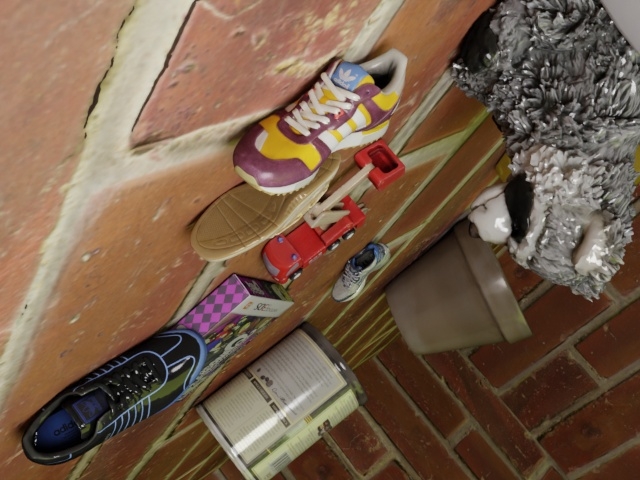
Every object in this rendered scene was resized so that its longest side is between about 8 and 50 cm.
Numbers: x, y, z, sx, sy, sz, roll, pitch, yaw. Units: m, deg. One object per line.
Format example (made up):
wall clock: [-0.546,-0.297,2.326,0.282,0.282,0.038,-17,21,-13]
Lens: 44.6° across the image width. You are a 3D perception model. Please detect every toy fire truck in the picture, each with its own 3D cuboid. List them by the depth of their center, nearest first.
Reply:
toy fire truck: [0.011,-0.030,0.947,0.192,0.047,0.135,-37,166,-11]

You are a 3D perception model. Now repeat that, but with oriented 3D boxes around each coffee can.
coffee can: [-0.076,0.320,1.527,0.275,0.201,0.201,-36,167,-13]

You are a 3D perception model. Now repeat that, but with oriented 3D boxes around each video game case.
video game case: [-0.156,0.140,1.057,0.232,0.042,0.210,-41,166,5]

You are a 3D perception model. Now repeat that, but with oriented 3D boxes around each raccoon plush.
raccoon plush: [0.339,-0.141,0.791,0.446,0.299,0.216,-33,157,25]

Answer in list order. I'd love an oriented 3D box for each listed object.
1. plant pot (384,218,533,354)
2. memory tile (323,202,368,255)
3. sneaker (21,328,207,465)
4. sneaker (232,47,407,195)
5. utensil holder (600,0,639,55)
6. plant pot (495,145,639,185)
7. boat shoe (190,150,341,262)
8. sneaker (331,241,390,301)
plant pot: [0.323,0.140,1.911,0.280,0.323,0.323,-26,170,13]
memory tile: [0.000,0.000,1.094,0.148,0.012,0.113,-24,160,-47]
sneaker: [-0.232,0.180,0.894,0.232,0.081,0.090,-37,173,-10]
sneaker: [0.001,-0.107,0.646,0.185,0.069,0.084,-37,159,-40]
utensil holder: [0.445,-0.318,0.613,0.385,0.327,0.327,-36,167,-3]
plant pot: [0.477,-0.148,1.545,0.187,0.212,0.212,-22,162,-16]
boat shoe: [-0.048,-0.030,0.749,0.170,0.063,0.059,-37,161,-17]
sneaker: [0.061,0.053,1.382,0.135,0.052,0.058,-50,155,10]
